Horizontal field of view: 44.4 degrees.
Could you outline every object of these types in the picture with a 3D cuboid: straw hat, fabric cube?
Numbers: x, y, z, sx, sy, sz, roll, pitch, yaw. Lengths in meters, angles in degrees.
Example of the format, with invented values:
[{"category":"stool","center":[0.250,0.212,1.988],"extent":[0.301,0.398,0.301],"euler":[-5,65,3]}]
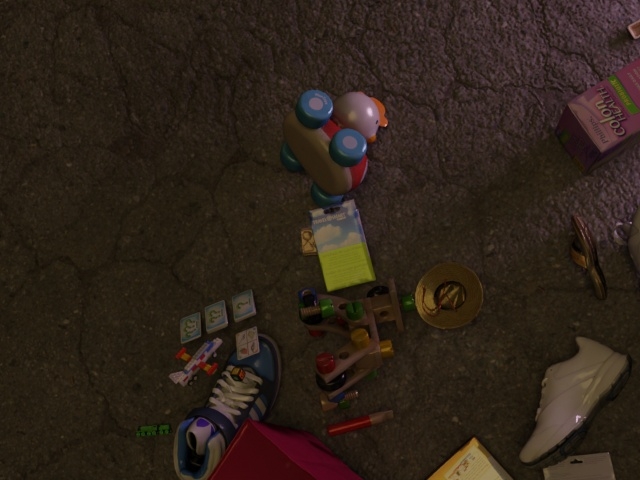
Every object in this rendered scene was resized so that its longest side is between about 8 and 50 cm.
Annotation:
[{"category":"straw hat","center":[0.271,0.114,1.622],"extent":[0.144,0.061,0.145],"euler":[-2,85,24]},{"category":"fabric cube","center":[-0.068,0.526,1.498],"extent":[0.259,0.258,0.254],"euler":[34,89,31]}]

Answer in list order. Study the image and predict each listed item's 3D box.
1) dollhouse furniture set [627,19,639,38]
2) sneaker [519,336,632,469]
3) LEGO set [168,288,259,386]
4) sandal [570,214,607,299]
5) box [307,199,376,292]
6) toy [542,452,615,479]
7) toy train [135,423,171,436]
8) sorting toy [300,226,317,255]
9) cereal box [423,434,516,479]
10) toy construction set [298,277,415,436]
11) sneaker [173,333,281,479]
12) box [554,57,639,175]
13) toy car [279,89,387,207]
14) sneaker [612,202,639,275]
[{"category":"dollhouse furniture set","center":[0.701,-0.443,1.602],"extent":[0.114,0.081,0.091],"euler":[-28,79,6]},{"category":"sneaker","center":[0.482,0.321,1.541],"extent":[0.129,0.111,0.297],"euler":[35,77,34]},{"category":"LEGO set","center":[-0.221,0.206,1.633],"extent":[0.182,0.060,0.244],"euler":[-22,39,7]},{"category":"sandal","center":[0.534,0.037,1.587],"extent":[0.049,0.072,0.180],"euler":[-19,84,29]},{"category":"box","center":[0.045,0.012,1.674],"extent":[0.108,0.042,0.178],"euler":[-15,86,4]},{"category":"toy","center":[0.513,0.542,1.520],"extent":[0.136,0.056,0.237],"euler":[-5,66,-2]},{"category":"toy train","center":[-0.368,0.417,1.723],"extent":[0.083,0.017,0.024],"euler":[-7,72,9]},{"category":"sorting toy","center":[0.000,0.000,1.710],"extent":[0.083,0.012,0.062],"euler":[-5,85,10]},{"category":"cereal box","center":[0.328,0.538,1.565],"extent":[0.173,0.047,0.240],"euler":[-42,79,2]},{"category":"toy construction set","center":[0.096,0.220,1.580],"extent":[0.237,0.257,0.309],"euler":[-13,101,-4]},{"category":"sneaker","center":[-0.190,0.344,1.587],"extent":[0.130,0.236,0.323],"euler":[23,88,12]},{"category":"box","center":[0.602,-0.258,1.530],"extent":[0.243,0.213,0.117],"euler":[-33,79,5]},{"category":"toy car","center":[0.063,-0.228,1.660],"extent":[0.238,0.219,0.210],"euler":[-34,77,-24]},{"category":"sneaker","center":[0.730,-0.034,1.465],"extent":[0.366,0.137,0.210],"euler":[-43,70,36]}]
